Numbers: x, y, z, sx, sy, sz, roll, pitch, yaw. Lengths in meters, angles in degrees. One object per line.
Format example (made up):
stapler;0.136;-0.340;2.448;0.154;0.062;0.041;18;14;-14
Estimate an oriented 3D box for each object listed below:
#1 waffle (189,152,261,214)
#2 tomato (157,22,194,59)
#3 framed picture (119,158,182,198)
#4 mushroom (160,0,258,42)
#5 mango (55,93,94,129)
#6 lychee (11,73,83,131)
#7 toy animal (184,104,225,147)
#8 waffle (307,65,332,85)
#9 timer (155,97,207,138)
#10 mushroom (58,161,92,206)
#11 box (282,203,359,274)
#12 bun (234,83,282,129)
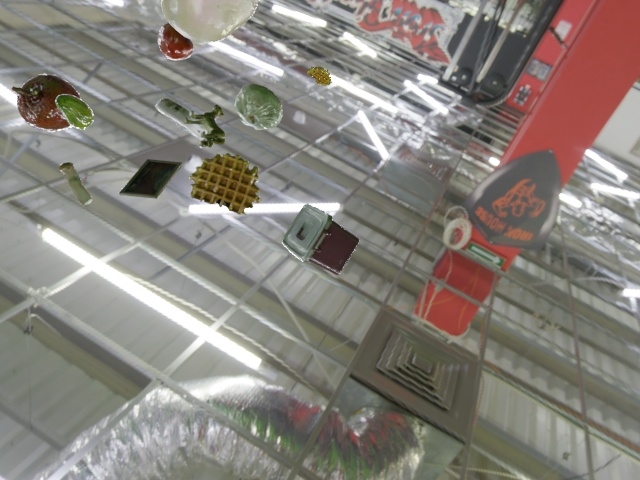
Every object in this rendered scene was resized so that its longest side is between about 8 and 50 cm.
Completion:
waffle;-0.390;-0.222;2.152;0.065;0.310;0.283;-68;-47;-78
tomato;-0.701;-0.949;2.498;0.187;0.151;0.187;-24;-90;-81
framed picture;-0.734;-0.271;2.268;0.184;0.016;0.250;8;-134;16
mushroom;-0.389;-0.882;1.864;0.325;0.353;0.353;20;-151;-18
mango;-0.776;-0.409;1.653;0.074;0.091;0.165;-8;172;2
lychee;-1.140;-0.582;2.186;0.255;0.255;0.300;41;173;27
toy animal;-0.373;-0.387;1.806;0.136;0.073;0.181;-15;-119;-40
waffle;0.001;-0.531;1.684;0.078;0.016;0.085;7;158;31
timer;-0.714;-0.633;2.704;0.262;0.087;0.237;33;177;18
mushroom;-1.008;-0.232;2.146;0.059;0.054;0.202;-29;-90;-14
box;0.000;0.000;1.909;0.167;0.193;0.294;33;180;-25
bun;-0.246;-0.500;2.000;0.195;0.195;0.118;26;-115;3
